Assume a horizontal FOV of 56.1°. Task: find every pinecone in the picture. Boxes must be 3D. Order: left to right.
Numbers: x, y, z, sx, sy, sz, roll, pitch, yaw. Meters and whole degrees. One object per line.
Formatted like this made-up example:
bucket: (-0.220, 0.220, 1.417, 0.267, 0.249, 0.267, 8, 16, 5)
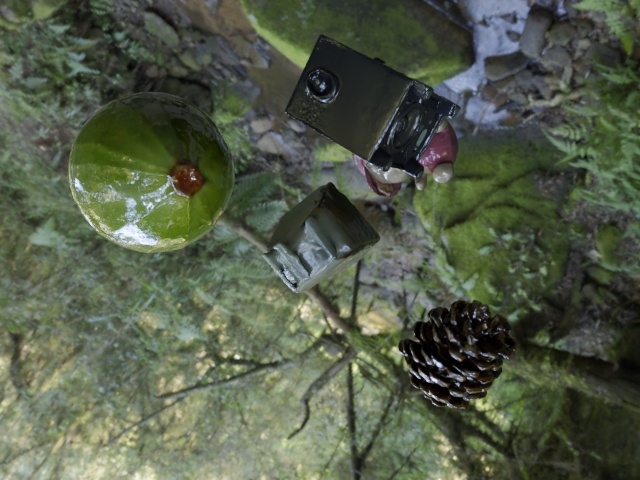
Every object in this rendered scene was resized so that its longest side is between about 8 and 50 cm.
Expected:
pinecone: (0.298, 0.243, 1.326, 0.224, 0.224, 0.272, 29, 130, 8)

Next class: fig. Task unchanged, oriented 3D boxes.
fig: (-0.285, -0.114, 1.063, 0.316, 0.316, 0.316, 28, 162, 10)

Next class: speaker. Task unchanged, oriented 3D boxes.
speaker: (0.109, -0.266, 1.207, 0.254, 0.184, 0.232, 35, -163, 26)

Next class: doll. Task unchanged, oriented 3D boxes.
doll: (0.195, -0.209, 1.431, 0.256, 0.196, 0.152, -3, 160, 29)

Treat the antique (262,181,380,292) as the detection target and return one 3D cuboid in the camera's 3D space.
antique: (0.000, 0.000, 0.958, 0.150, 0.125, 0.284, 50, -168, -1)
